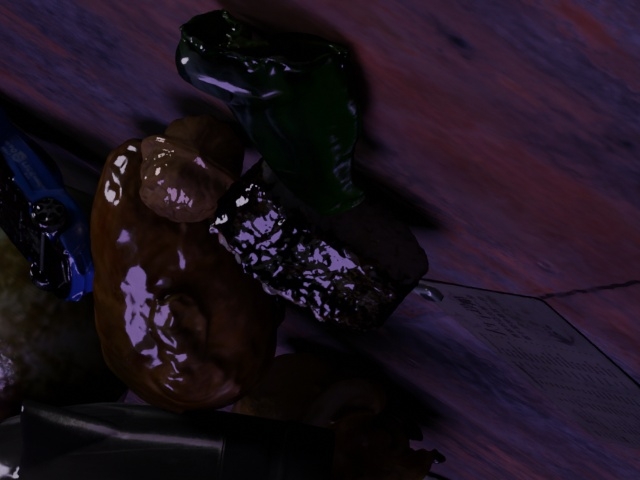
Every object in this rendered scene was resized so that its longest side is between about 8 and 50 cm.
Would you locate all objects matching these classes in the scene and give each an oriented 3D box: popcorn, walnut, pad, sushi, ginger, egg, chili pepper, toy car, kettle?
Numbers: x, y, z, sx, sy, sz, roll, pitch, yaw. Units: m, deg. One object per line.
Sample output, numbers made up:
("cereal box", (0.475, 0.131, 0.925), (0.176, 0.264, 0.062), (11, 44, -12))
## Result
("popcorn", (-0.003, 0.214, 1.894), (0.191, 0.190, 0.254), (-3, 140, -25))
("walnut", (-0.093, -0.051, 1.385), (0.082, 0.079, 0.096), (30, 165, -6))
("pad", (0.196, 0.108, 1.504), (0.265, 0.009, 0.159), (39, 162, -32))
("sushi", (0.000, 0.000, 1.338), (0.150, 0.090, 0.078), (30, 126, -22))
("ginger", (-0.106, 0.047, 1.577), (0.321, 0.165, 0.172), (90, 155, -62))
("egg", (-0.278, 0.073, 1.791), (0.238, 0.238, 0.289), (30, 145, -3))
("chili pepper", (-0.014, -0.076, 1.199), (0.108, 0.062, 0.216), (21, 164, 30))
("toy car", (-0.252, -0.040, 1.634), (0.216, 0.063, 0.103), (47, 150, 22))
("kettle", (-0.170, 0.277, 1.694), (0.324, 0.228, 0.321), (11, 131, -1))

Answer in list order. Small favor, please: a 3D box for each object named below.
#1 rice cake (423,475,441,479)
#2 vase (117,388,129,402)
("rice cake", (0.099, 0.299, 2.239), (0.198, 0.037, 0.189), (18, 161, 35))
("vase", (-0.258, 0.172, 2.362), (0.053, 0.101, 0.053), (26, 164, 8))
